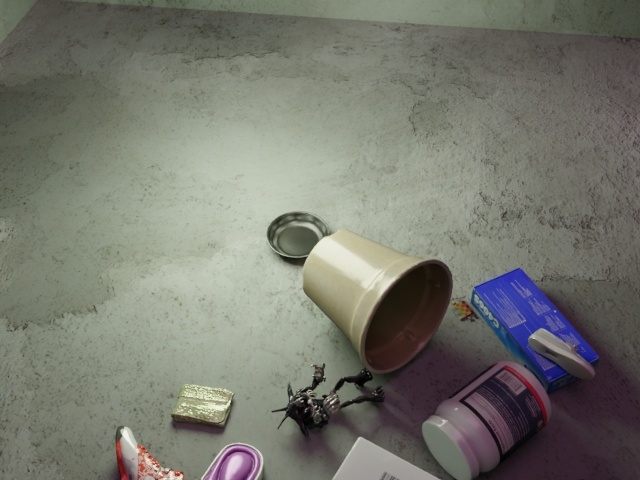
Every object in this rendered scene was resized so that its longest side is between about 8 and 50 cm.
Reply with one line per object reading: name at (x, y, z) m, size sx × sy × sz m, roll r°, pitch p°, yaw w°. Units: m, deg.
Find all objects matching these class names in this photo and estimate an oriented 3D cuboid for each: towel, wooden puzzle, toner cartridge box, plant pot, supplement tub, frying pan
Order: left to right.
towel at (-0.307, 0.428, 1.880) m, size 0.148 × 0.027 × 0.110 m, roll 6°, pitch 48°, yaw 8°
frying pan at (-0.007, -0.021, 2.255) m, size 0.326 × 0.053 × 0.197 m, roll -6°, pitch 48°, yaw -5°
plant pot at (0.125, 0.133, 1.914) m, size 0.334 × 0.333 × 0.305 m, roll -35°, pitch 47°, yaw -25°
wooden puzzle at (0.406, 0.200, 2.063) m, size 0.049 × 0.006 × 0.083 m, roll -24°, pitch 51°, yaw -18°
supplement tub at (0.400, 0.431, 1.731) m, size 0.272 × 0.191 × 0.191 m, roll -30°, pitch 53°, yaw -22°
toner cartridge box at (0.578, 0.241, 1.972) m, size 0.165 × 0.075 × 0.347 m, roll -21°, pitch 50°, yaw -14°

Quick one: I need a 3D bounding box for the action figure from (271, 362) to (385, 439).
action figure at (0.013, 0.392, 1.823) m, size 0.276 × 0.140 × 0.164 m, roll -15°, pitch 50°, yaw -15°

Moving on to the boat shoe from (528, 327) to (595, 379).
boat shoe at (0.625, 0.287, 1.841) m, size 0.184 × 0.066 × 0.063 m, roll 29°, pitch 56°, yaw 37°

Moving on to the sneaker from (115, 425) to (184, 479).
sneaker at (-0.403, 0.558, 1.728) m, size 0.145 × 0.090 × 0.270 m, roll -14°, pitch 52°, yaw -11°

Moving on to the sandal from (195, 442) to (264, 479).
sandal at (-0.229, 0.581, 1.597) m, size 0.170 × 0.102 × 0.416 m, roll 8°, pitch 26°, yaw 3°

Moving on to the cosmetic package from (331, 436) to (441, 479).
cosmetic package at (0.150, 0.584, 1.582) m, size 0.224 × 0.224 × 0.138 m, roll 24°, pitch 51°, yaw 22°
